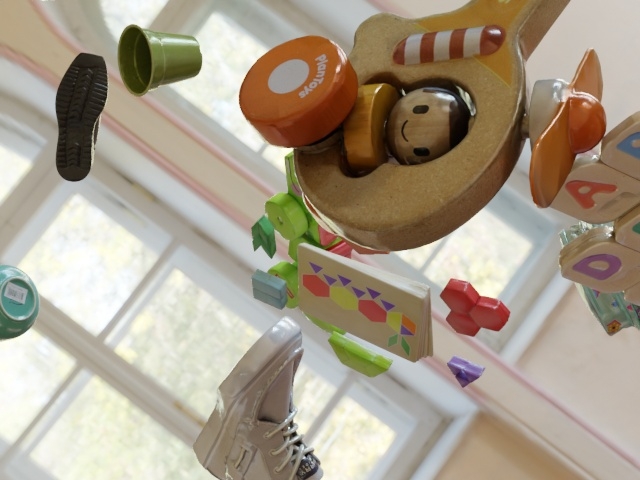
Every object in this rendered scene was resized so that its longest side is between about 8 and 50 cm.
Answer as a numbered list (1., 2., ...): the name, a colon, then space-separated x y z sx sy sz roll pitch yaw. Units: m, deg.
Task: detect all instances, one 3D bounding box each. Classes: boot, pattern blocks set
1. boot: -0.377 -0.201 1.718 0.137 0.076 0.198 -116 41 -77
2. pattern blocks set: 0.056 0.074 1.319 0.026 0.324 0.285 -54 -14 -34
3. boot: -0.038 0.180 1.046 0.095 0.123 0.258 -40 -14 -35

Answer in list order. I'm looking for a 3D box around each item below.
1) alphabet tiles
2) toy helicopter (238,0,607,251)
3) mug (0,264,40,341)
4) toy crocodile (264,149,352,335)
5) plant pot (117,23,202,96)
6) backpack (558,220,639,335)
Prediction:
1. alphabet tiles: 0.315 -0.029 0.783 0.284 0.277 0.021 -42 39 42
2. toy helicopter: 0.130 -0.136 0.777 0.355 0.235 0.140 -50 -43 -15
3. mug: -0.546 0.111 1.822 0.097 0.130 0.157 -13 17 36
4. toy crocodile: 0.000 0.000 1.465 0.115 0.105 0.341 -34 -37 -30
5. plant pot: -0.184 -0.213 1.278 0.079 0.083 0.083 -11 -31 -37
6. backpack: 0.373 0.012 1.332 0.144 0.188 0.166 -17 20 12
